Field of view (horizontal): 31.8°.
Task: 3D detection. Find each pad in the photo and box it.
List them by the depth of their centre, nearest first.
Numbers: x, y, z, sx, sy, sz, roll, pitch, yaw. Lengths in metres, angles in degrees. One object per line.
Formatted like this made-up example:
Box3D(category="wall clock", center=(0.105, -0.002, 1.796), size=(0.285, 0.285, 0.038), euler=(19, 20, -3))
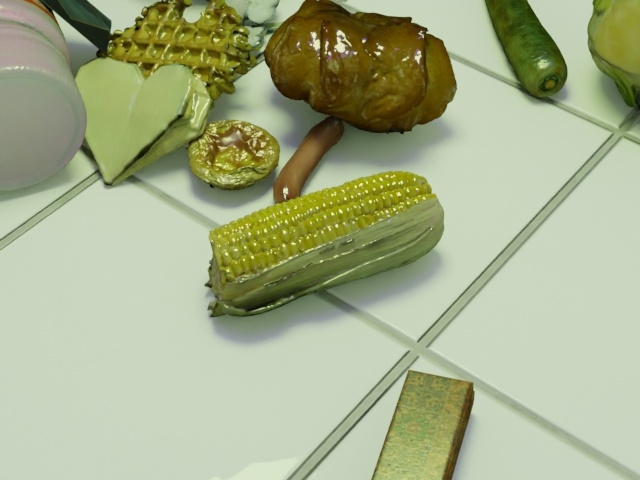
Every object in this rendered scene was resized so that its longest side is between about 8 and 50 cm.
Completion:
Box3D(category="pad", center=(-0.381, -0.357, 1.538), size=(0.004, 0.243, 0.163), euler=(-43, 25, 14))

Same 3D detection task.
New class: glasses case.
Box3D(category="glasses case", center=(0.099, 0.235, 1.154), size=(0.075, 0.049, 0.218), euler=(9, 46, 16))

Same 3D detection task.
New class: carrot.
Box3D(category="carrot", center=(0.295, -0.344, 1.711), size=(0.074, 0.074, 0.358), euler=(-6, 45, -7))

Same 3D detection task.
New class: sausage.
Box3D(category="sausage", center=(-0.019, -0.103, 1.488), size=(0.043, 0.043, 0.186), euler=(18, 47, 15))

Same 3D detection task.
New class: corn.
Box3D(category="corn", center=(0.001, 0.004, 1.341), size=(0.305, 0.122, 0.123), euler=(-18, 76, -15))

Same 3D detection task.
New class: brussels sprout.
Box3D(category="brussels sprout", center=(0.504, -0.281, 1.559), size=(0.294, 0.227, 0.259), euler=(-6, 33, -42))

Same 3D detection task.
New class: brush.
Box3D(category="brush", center=(-0.065, -0.328, 1.723), size=(0.083, 0.013, 0.016), euler=(-10, 44, -8))

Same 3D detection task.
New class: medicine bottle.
Box3D(category="medicine bottle", center=(-0.457, -0.259, 1.504), size=(0.219, 0.219, 0.388), euler=(-16, 47, -16))

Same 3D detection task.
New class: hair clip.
Box3D(category="hair clip", center=(-0.131, -0.329, 1.691), size=(0.116, 0.049, 0.172), euler=(8, 49, 14))

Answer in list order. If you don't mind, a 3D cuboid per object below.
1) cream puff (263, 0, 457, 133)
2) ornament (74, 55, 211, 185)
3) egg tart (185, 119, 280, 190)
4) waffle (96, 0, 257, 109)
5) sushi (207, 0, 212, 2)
Box3D(category="cream puff", center=(0.053, -0.233, 1.516), size=(0.269, 0.155, 0.241), euler=(10, 21, 1))
Box3D(category="ornament", center=(-0.255, -0.156, 1.493), size=(0.201, 0.059, 0.180), euler=(11, 76, 29))
Box3D(category="egg tart", center=(-0.118, -0.108, 1.481), size=(0.130, 0.052, 0.130), euler=(1, 47, -1))
Box3D(category="waffle", center=(-0.211, -0.258, 1.587), size=(0.231, 0.051, 0.228), euler=(-28, 55, 0))
Box3D(category="sushi", center=(-0.182, -0.543, 1.823), size=(0.417, 0.176, 0.417), euler=(6, 43, -6))
